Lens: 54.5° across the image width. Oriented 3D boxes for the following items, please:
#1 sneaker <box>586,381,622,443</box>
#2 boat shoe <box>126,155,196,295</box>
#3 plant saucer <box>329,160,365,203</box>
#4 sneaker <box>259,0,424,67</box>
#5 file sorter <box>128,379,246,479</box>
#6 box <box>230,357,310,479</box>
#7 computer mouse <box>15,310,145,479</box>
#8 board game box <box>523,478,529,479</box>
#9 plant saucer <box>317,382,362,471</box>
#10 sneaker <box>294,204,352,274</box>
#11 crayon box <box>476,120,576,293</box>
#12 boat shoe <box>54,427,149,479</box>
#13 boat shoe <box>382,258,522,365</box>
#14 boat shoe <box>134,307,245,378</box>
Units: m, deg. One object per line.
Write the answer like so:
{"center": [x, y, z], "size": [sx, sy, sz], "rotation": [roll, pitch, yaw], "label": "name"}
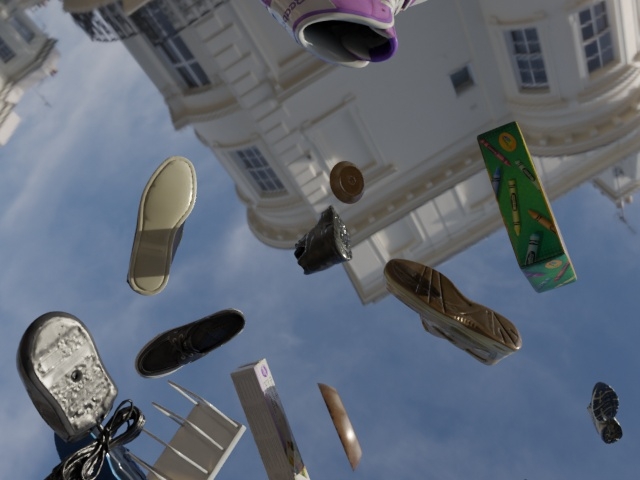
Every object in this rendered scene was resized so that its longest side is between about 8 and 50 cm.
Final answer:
{"center": [0.527, 0.318, 1.174], "size": [0.052, 0.135, 0.058], "rotation": [-18, -157, -4], "label": "sneaker"}
{"center": [-0.366, -0.033, 1.421], "size": [0.096, 0.116, 0.324], "rotation": [164, -61, -70], "label": "boat shoe"}
{"center": [0.055, -0.111, 1.176], "size": [0.015, 0.083, 0.083], "rotation": [-13, -138, 56], "label": "plant saucer"}
{"center": [0.061, -0.255, 0.684], "size": [0.282, 0.102, 0.161], "rotation": [-18, -114, -34], "label": "sneaker"}
{"center": [-0.364, 0.510, 1.522], "size": [0.193, 0.173, 0.278], "rotation": [12, -122, 42], "label": "file sorter"}
{"center": [-0.101, 0.417, 1.329], "size": [0.067, 0.324, 0.063], "rotation": [-20, -177, 20], "label": "box"}
{"center": [-0.400, 0.238, 0.976], "size": [0.072, 0.272, 0.188], "rotation": [-4, -158, 34], "label": "computer mouse"}
{"center": [0.276, 0.506, 0.935], "size": [0.259, 0.030, 0.136], "rotation": [-41, -95, -15], "label": "board game box"}
{"center": [0.046, 0.392, 1.329], "size": [0.036, 0.199, 0.198], "rotation": [-21, -138, -6], "label": "plant saucer"}
{"center": [0.000, 0.000, 1.471], "size": [0.130, 0.109, 0.286], "rotation": [-29, -171, 10], "label": "sneaker"}
{"center": [0.383, -0.060, 1.153], "size": [0.081, 0.165, 0.278], "rotation": [-21, -119, 21], "label": "crayon box"}
{"center": [-0.412, 0.433, 1.190], "size": [0.109, 0.258, 0.089], "rotation": [-26, -166, 9], "label": "boat shoe"}
{"center": [0.237, 0.145, 1.191], "size": [0.098, 0.302, 0.109], "rotation": [-53, -170, 38], "label": "boat shoe"}
{"center": [-0.244, 0.195, 1.182], "size": [0.228, 0.080, 0.076], "rotation": [-21, 179, -18], "label": "boat shoe"}
